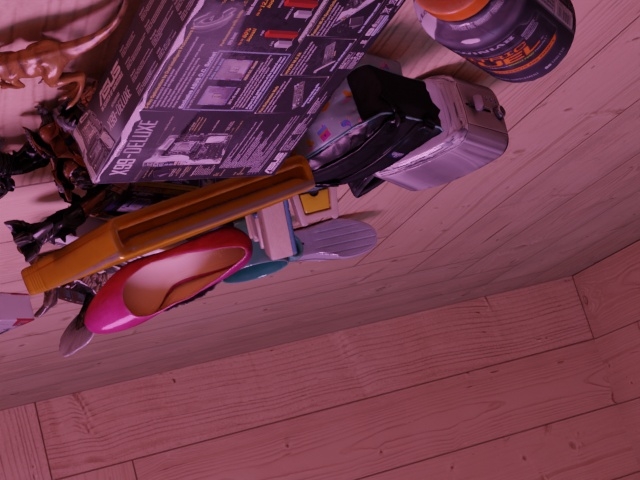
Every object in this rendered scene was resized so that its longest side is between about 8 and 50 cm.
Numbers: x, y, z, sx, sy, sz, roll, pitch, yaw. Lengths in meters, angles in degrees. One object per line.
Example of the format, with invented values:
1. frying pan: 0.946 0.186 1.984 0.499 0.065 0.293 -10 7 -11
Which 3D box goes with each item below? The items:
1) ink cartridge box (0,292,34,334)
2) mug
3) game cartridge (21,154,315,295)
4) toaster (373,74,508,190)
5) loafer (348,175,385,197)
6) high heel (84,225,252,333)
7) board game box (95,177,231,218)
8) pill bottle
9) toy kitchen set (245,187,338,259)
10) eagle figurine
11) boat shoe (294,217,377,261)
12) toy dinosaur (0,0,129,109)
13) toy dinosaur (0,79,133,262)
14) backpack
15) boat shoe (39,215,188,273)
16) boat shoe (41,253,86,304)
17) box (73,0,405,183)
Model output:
1. ink cartridge box: -0.629 0.147 2.038 0.135 0.056 0.099 -22 167 23
2. mug: -0.126 0.014 2.003 0.129 0.097 0.158 -24 166 30
3. game cartridge: -0.203 -0.017 1.376 0.285 0.052 0.324 -22 -176 -34
4. toaster: 0.151 -0.155 1.576 0.227 0.129 0.146 -21 163 29
5. loafer: 0.134 -0.135 1.734 0.223 0.078 0.076 -24 165 31
6. high heel: -0.199 0.058 1.403 0.244 0.082 0.117 -26 -167 -7
7. board game box: -0.226 -0.070 1.572 0.170 0.048 0.141 5 158 -34
8. pill bottle: 0.182 -0.257 1.167 0.130 0.130 0.246 -23 165 26
9. toy kitchen set: -0.035 -0.066 1.764 0.166 0.122 0.207 -14 -164 -12
10. eagle figurine: -0.300 0.039 1.711 0.298 0.226 0.225 -2 141 -32
11. boat shoe: 0.000 0.000 2.182 0.226 0.083 0.076 -4 178 -4
12. toy dinosaur: -0.266 -0.183 1.078 0.212 0.064 0.112 -17 166 1
13. toy dinosaur: -0.292 -0.082 1.315 0.218 0.164 0.322 -30 148 -13
14. backpack: 0.036 -0.152 1.393 0.188 0.144 0.166 -39 157 32
15. boat shoe: -0.304 0.017 1.570 0.219 0.070 0.077 12 -156 -8
16. boat shoe: -0.377 0.058 1.893 0.258 0.095 0.095 13 128 -21
17. box: -0.089 -0.180 1.120 0.243 0.076 0.307 -6 149 -38
